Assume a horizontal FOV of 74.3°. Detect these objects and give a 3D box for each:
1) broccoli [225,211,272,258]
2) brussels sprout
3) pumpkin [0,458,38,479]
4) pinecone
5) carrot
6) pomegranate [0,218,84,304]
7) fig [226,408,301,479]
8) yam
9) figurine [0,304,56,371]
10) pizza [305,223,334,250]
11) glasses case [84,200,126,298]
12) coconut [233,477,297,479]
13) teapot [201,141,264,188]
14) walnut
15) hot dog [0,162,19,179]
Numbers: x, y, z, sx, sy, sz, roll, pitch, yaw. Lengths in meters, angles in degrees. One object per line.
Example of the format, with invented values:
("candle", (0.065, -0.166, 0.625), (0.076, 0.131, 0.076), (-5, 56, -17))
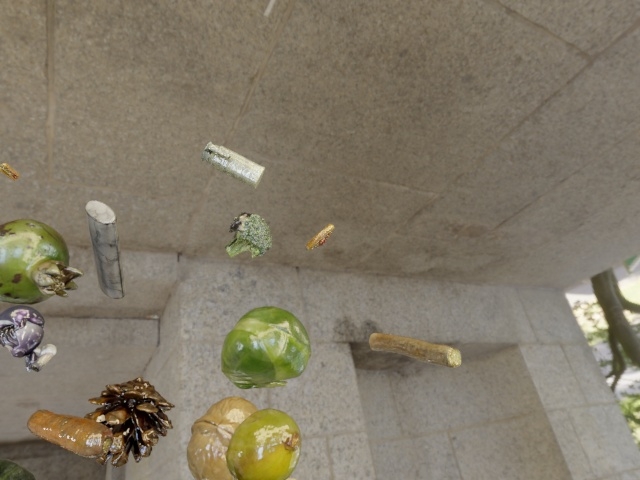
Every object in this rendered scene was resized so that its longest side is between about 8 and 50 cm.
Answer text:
("broccoli", (-0.371, -0.019, 2.064), (0.243, 0.263, 0.247), (-38, 137, 21))
("brussels sprout", (-0.232, 0.422, 1.685), (0.371, 0.276, 0.315), (-20, 130, 19))
("pumpkin", (-1.005, 0.819, 1.309), (0.300, 0.207, 0.300), (3, 111, 8))
("pinecone", (-0.482, 0.456, 1.061), (0.201, 0.202, 0.229), (-50, 157, -20))
("carrot", (-0.460, 0.347, 0.769), (0.186, 0.060, 0.060), (7, 154, 18))
("pomegranate", (-0.802, 0.088, 1.175), (0.242, 0.306, 0.242), (-44, 162, -18))
("fig", (-0.107, 0.400, 0.815), (0.136, 0.121, 0.153), (29, 93, -30))
("yam", (0.311, 0.376, 1.471), (0.081, 0.081, 0.356), (20, 165, -41))
("figurine", (-0.963, 0.316, 1.385), (0.145, 0.145, 0.222), (-18, 115, 13))
("pizza", (0.000, 0.000, 2.199), (0.188, 0.062, 0.199), (-40, 174, -7))
("glasses case", (-0.605, 0.035, 1.199), (0.060, 0.114, 0.299), (-29, 147, -40))
("coconut", (-0.137, 0.670, 0.992), (0.259, 0.259, 0.259), (-8, 150, -5))
("teapot", (-0.286, -0.250, 1.371), (0.200, 0.077, 0.107), (27, 170, -3))
("walnut", (-0.311, 0.686, 1.425), (0.277, 0.252, 0.313), (-28, 136, -22))
("hot dog", (-1.174, -0.259, 1.597), (0.021, 0.037, 0.083), (25, 161, 20))
